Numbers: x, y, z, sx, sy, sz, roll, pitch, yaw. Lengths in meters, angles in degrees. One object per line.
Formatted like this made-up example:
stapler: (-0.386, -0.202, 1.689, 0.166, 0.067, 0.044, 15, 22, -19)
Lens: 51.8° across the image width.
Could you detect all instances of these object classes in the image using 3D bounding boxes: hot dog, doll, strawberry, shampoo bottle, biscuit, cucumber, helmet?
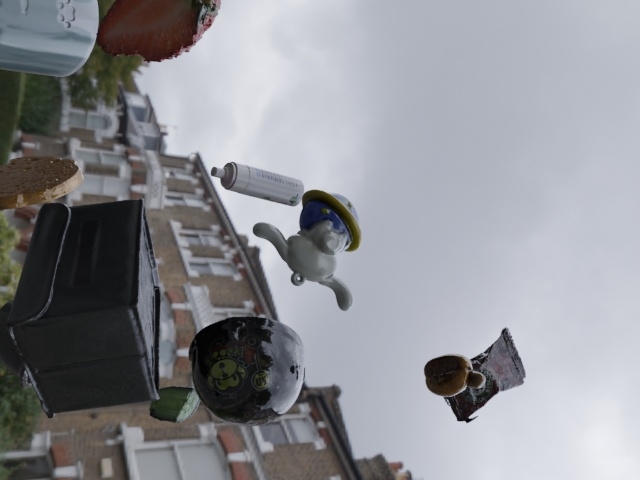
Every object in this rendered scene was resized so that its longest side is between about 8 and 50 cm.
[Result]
hot dog: (0.274, 0.278, 1.362, 0.140, 0.060, 0.089, -31, -144, 46)
doll: (0.025, 0.016, 1.617, 0.160, 0.242, 0.311, -26, -77, 45)
strawberry: (-0.253, -0.378, 1.112, 0.236, 0.107, 0.175, 16, -82, 30)
shampoo bottle: (-0.192, -0.173, 1.989, 0.092, 0.303, 0.092, -16, -111, 48)
biscuit: (-0.848, -0.168, 1.884, 0.351, 0.312, 0.057, 11, -62, 25)
biscuit: (0.398, 0.333, 1.604, 0.151, 0.235, 0.063, 63, -13, -10)
cucumber: (-0.470, 0.534, 2.144, 0.193, 0.086, 0.115, -6, -110, 32)
helmet: (-0.140, 0.282, 1.299, 0.160, 0.231, 0.278, -96, 173, -48)

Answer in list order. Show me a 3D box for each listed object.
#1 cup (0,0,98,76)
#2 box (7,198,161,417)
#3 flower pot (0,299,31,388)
cup: (-0.685, -0.538, 1.408, 0.259, 0.274, 0.356, -26, -97, 33)
box: (-0.421, 0.114, 1.244, 0.345, 0.205, 0.251, -107, -167, -51)
flower pot: (-0.848, 0.273, 1.897, 0.269, 0.166, 0.269, -63, -175, 10)
